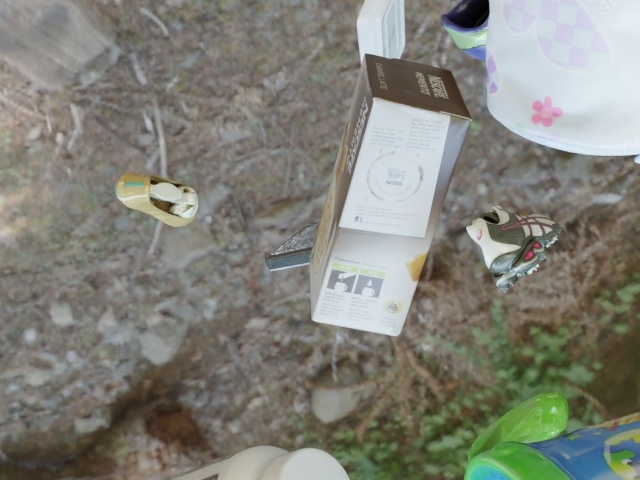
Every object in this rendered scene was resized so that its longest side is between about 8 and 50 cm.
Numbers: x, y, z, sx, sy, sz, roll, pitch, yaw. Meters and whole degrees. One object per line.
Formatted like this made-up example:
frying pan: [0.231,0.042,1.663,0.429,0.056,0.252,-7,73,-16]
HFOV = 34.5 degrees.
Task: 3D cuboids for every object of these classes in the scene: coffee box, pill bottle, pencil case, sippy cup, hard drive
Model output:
coffee box: [0.063,-0.047,1.051,0.098,0.141,0.246,11,118,-8]
pill bottle: [-0.106,0.379,1.396,0.176,0.176,0.318,13,150,-40]
pencil case: [0.148,-0.178,0.491,0.113,0.124,0.273,-32,132,-48]
sippy cup: [0.277,0.249,0.887,0.224,0.305,0.240,-21,158,-16]
hard drive: [0.000,0.000,1.302,0.094,0.022,0.135,-39,-165,-33]

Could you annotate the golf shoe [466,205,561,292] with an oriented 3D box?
golf shoe: [0.318,-0.015,1.693,0.105,0.120,0.273,-42,177,22]

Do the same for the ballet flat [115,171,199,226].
ballet flat: [-0.257,-0.068,1.771,0.073,0.080,0.232,-4,173,26]

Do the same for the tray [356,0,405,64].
tray: [0.100,-0.323,1.592,0.030,0.145,0.270,20,163,12]

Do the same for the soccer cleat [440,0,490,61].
soccer cleat: [0.266,-0.349,1.282,0.121,0.093,0.289,25,118,-30]
